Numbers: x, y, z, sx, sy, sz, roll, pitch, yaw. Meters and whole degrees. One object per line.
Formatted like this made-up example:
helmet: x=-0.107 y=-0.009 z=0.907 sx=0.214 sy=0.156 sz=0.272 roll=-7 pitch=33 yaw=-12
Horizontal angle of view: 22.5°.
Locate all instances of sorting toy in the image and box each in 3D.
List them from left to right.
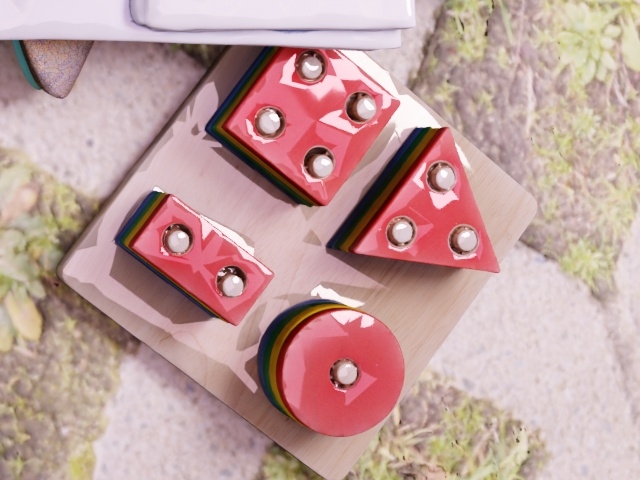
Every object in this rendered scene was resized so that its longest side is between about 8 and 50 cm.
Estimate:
sorting toy: x=0.000 y=0.000 z=1.113 sx=0.255 sy=0.089 sz=0.257 roll=39 pitch=81 yaw=-16

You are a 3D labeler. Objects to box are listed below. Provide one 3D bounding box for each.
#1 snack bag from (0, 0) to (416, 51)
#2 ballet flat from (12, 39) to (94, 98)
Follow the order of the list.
snack bag: x=-0.109 y=-0.279 z=0.974 sx=0.343 sy=0.037 sz=0.323 roll=0 pitch=96 yaw=-11
ballet flat: x=-0.161 y=-0.251 z=1.026 sx=0.106 sy=0.107 sz=0.315 roll=-8 pitch=98 yaw=11
